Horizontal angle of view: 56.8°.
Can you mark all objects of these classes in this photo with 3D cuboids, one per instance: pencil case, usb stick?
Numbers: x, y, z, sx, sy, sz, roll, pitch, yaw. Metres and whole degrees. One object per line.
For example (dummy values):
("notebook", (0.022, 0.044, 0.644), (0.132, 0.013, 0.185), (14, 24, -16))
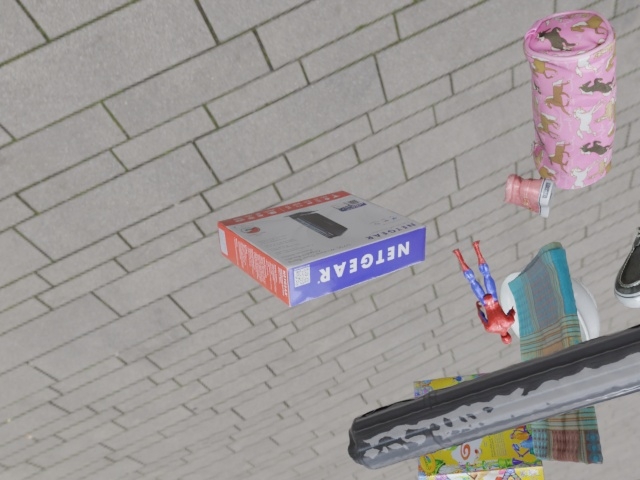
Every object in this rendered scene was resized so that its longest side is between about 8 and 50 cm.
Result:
("pencil case", (0.510, -0.277, 1.213), (0.167, 0.160, 0.386), (-15, 140, 11))
("usb stick", (0.151, 0.121, 0.454), (0.278, 0.045, 0.077), (-25, 148, 20))

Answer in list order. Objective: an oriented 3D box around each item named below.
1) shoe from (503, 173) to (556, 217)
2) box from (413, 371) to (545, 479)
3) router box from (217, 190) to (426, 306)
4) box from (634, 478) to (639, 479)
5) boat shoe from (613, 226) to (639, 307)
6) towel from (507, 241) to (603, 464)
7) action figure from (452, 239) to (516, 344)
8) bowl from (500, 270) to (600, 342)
("shoe", (0.393, -0.088, 1.114), (0.178, 0.081, 0.063), (14, 91, -67))
("box", (0.388, 0.500, 1.478), (0.279, 0.290, 0.177), (-10, 124, 14))
("router box", (0.000, 0.000, 1.253), (0.336, 0.301, 0.082), (-16, 117, -30))
("box", (0.378, 0.323, 0.693), (0.243, 0.076, 0.307), (7, 144, -38))
("boat shoe", (0.749, -0.008, 1.304), (0.119, 0.121, 0.335), (43, 82, -27))
("towel", (0.421, 0.214, 1.097), (0.040, 0.369, 0.271), (-2, 161, 1))
("action figure", (0.446, 0.139, 1.582), (0.092, 0.280, 0.139), (-23, 177, 17))
("bowl", (0.640, 0.186, 1.597), (0.134, 0.298, 0.297), (-29, 144, -20))
